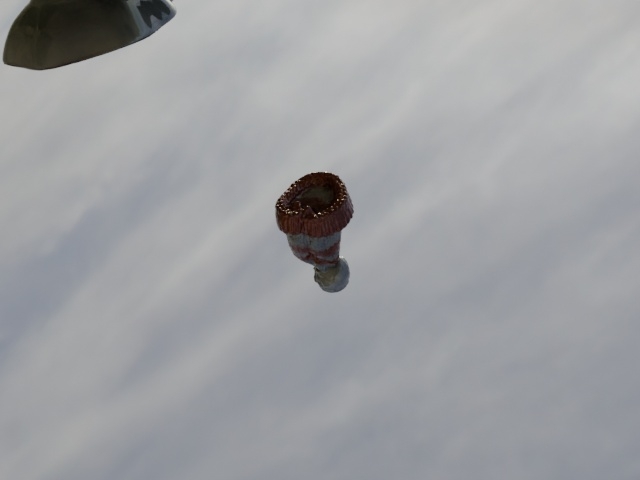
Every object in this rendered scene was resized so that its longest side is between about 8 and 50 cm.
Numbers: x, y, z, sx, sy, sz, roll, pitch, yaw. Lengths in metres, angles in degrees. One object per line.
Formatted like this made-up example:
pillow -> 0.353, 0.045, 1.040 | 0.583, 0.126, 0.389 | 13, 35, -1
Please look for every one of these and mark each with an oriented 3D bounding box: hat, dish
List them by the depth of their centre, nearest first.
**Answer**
dish -> -0.247, -0.241, 1.649 | 0.191, 0.066, 0.190 | -13, -158, 5
hat -> 0.000, 0.000, 2.096 | 0.094, 0.162, 0.112 | 23, -131, 28
